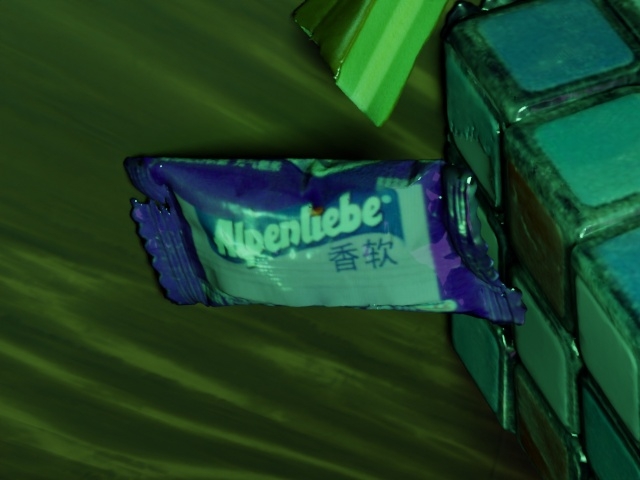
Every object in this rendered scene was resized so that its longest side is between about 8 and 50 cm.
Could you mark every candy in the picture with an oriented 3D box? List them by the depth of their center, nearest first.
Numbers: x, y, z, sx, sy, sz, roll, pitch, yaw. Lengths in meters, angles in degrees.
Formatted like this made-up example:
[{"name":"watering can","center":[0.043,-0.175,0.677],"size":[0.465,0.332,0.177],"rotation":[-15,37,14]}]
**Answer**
[{"name":"candy","center":[0.000,0.000,1.371],"size":[0.275,0.070,0.145],"rotation":[3,132,21]}]

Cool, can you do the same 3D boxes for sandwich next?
[{"name":"sandwich","center":[0.054,-0.148,1.337],"size":[0.116,0.074,0.074],"rotation":[-39,136,9]}]

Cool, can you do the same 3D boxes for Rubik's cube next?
[{"name":"Rubik's cube","center":[0.307,0.024,1.426],"size":[0.362,0.359,0.363],"rotation":[-20,135,-14]}]
